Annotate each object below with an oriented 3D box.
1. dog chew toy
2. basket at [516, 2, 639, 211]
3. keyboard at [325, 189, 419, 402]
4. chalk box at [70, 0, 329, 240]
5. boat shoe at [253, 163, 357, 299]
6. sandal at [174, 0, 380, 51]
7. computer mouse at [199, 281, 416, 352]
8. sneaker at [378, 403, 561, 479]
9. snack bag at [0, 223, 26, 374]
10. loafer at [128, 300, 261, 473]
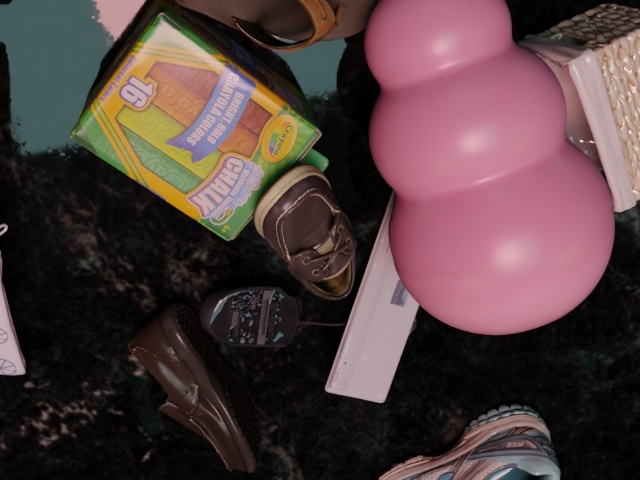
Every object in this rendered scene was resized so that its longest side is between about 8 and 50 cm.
[{"bbox_3d":[0.137,-0.086,0.751,0.206,0.206,0.332,-21,103,1],"label":"dog chew toy"},{"bbox_3d":[0.276,-0.132,0.790,0.103,0.113,0.167,-30,117,-2],"label":"basket"},{"bbox_3d":[0.077,0.053,0.882,0.072,0.014,0.256,13,103,-22],"label":"keyboard"},{"bbox_3d":[-0.090,-0.099,0.739,0.213,0.132,0.132,34,106,-21],"label":"chalk box"},{"bbox_3d":[-0.001,0.001,0.764,0.080,0.223,0.073,-41,72,-7],"label":"boat shoe"},{"bbox_3d":[-0.030,-0.196,0.695,0.219,0.060,0.090,-1,149,-49],"label":"sandal"},{"bbox_3d":[-0.012,0.082,0.894,0.242,0.041,0.071,7,104,-18],"label":"computer mouse"},{"bbox_3d":[0.155,0.310,0.972,0.283,0.122,0.110,-41,114,10],"label":"sneaker"},{"bbox_3d":[-0.448,0.009,0.738,0.323,0.037,0.342,1,131,-8],"label":"snack bag"},{"bbox_3d":[-0.132,0.165,0.893,0.078,0.080,0.220,-21,111,12],"label":"loafer"}]
